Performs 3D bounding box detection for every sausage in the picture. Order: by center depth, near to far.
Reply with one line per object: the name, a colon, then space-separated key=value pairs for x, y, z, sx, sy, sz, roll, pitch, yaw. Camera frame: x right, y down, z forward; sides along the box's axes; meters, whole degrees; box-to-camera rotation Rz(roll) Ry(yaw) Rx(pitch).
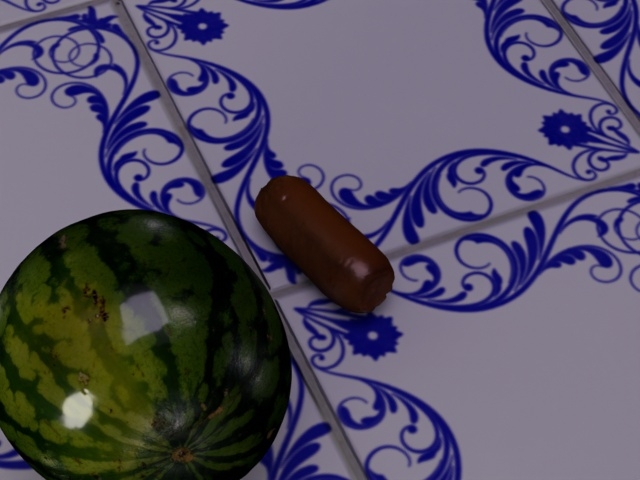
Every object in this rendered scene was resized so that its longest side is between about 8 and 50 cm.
sausage: x=0.000 y=0.000 z=1.798 sx=0.076 sy=0.076 sz=0.197 roll=-31 pitch=58 yaw=-23

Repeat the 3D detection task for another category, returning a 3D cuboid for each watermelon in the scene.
watermelon: x=-0.173 y=0.112 z=1.574 sx=0.285 sy=0.285 sz=0.285 roll=1 pitch=52 yaw=-1
